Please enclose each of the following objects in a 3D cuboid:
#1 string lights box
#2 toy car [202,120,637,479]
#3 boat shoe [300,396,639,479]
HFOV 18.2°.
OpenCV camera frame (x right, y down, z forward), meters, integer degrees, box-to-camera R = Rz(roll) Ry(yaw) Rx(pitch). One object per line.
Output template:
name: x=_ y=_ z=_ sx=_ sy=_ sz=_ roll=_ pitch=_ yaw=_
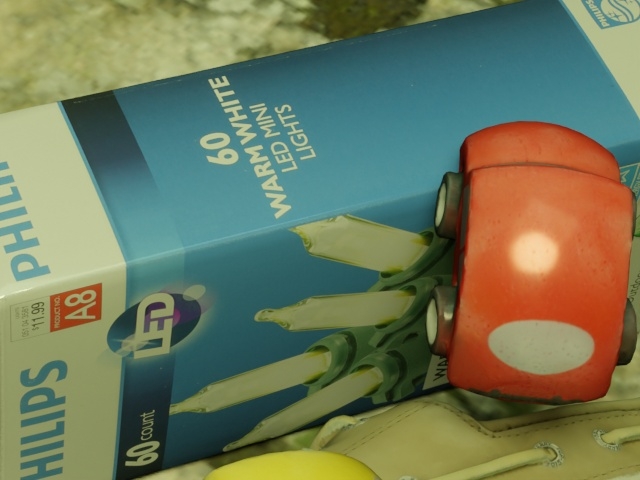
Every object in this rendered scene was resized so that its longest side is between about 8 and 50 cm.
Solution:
string lights box: x=0.000 y=0.000 z=0.706 sx=0.259 sy=0.133 sz=0.077 roll=-15 pitch=56 yaw=-19
toy car: x=0.080 y=0.080 z=0.549 sx=0.225 sy=0.053 sz=0.239 roll=34 pitch=60 yaw=16
boat shoe: x=0.025 y=0.113 z=0.643 sx=0.302 sy=0.113 sz=0.103 roll=-2 pitch=50 yaw=-23
